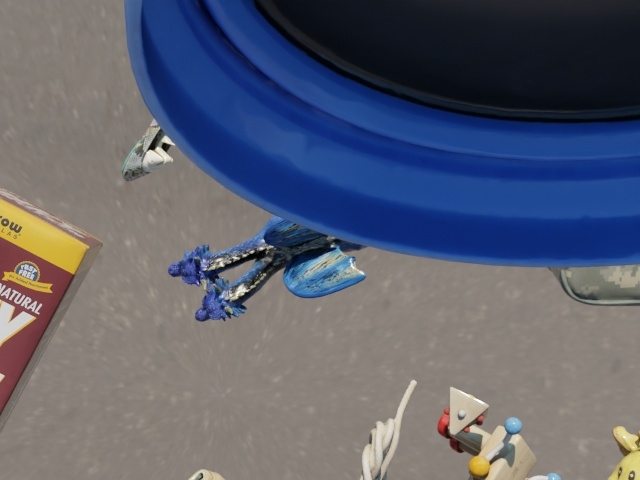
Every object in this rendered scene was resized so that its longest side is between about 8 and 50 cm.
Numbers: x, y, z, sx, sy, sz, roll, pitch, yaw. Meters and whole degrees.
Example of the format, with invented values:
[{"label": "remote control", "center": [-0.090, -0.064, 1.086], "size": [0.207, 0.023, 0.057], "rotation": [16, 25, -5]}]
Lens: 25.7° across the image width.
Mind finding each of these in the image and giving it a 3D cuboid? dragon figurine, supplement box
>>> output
[{"label": "dragon figurine", "center": [0.000, 0.000, 1.319], "size": [0.289, 0.144, 0.085], "rotation": [-17, 106, 24]}, {"label": "supplement box", "center": [-0.265, 0.057, 1.028], "size": [0.129, 0.191, 0.194], "rotation": [28, 88, -6]}]

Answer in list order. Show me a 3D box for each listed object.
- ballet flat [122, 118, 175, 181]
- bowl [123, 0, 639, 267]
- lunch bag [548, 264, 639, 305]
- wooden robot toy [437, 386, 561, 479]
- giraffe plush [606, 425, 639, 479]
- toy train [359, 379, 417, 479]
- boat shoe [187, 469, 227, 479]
[{"label": "ballet flat", "center": [-0.161, -0.099, 1.417], "size": [0.041, 0.041, 0.114], "rotation": [34, 107, 0]}, {"label": "bowl", "center": [0.125, -0.103, 0.511], "size": [0.391, 0.391, 0.077], "rotation": [0, 65, -4]}, {"label": "lunch bag", "center": [0.383, -0.058, 1.547], "size": [0.305, 0.256, 0.212], "rotation": [-2, 108, -2]}, {"label": "wooden robot toy", "center": [0.114, 0.176, 1.005], "size": [0.076, 0.173, 0.079], "rotation": [17, 66, 37]}, {"label": "giraffe plush", "center": [0.306, 0.264, 1.255], "size": [0.210, 0.181, 0.170], "rotation": [-40, 118, -42]}, {"label": "toy train", "center": [-0.023, 0.204, 0.998], "size": [0.143, 0.105, 0.248], "rotation": [12, 82, 35]}, {"label": "boat shoe", "center": [-0.168, 0.413, 1.683], "size": [0.113, 0.302, 0.103], "rotation": [-21, 121, 33]}]
